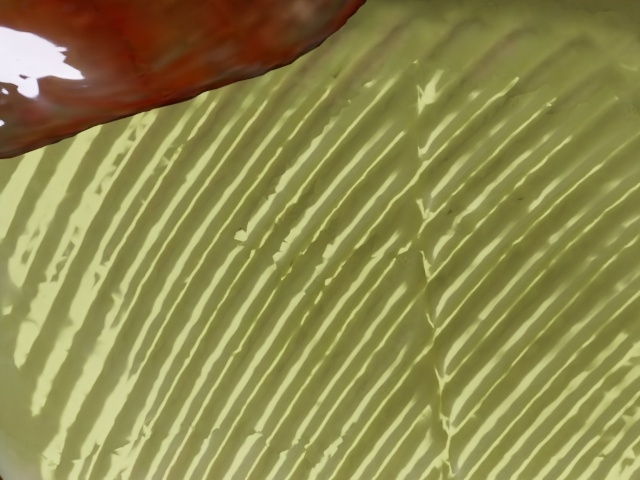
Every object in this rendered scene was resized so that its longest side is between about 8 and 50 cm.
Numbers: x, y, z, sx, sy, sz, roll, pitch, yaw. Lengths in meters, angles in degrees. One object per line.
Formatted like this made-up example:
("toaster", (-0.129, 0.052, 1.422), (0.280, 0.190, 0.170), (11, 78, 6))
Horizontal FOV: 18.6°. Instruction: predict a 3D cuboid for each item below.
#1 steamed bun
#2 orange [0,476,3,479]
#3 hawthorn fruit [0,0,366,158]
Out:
("steamed bun", (0.017, -0.010, 0.544), (0.238, 0.152, 0.170), (0, 111, 11))
("orange", (-0.146, 0.172, 0.815), (0.274, 0.274, 0.274), (11, 149, 7))
("hawthorn fruit", (-0.071, -0.130, 0.380), (0.181, 0.181, 0.235), (-3, 140, 28))
